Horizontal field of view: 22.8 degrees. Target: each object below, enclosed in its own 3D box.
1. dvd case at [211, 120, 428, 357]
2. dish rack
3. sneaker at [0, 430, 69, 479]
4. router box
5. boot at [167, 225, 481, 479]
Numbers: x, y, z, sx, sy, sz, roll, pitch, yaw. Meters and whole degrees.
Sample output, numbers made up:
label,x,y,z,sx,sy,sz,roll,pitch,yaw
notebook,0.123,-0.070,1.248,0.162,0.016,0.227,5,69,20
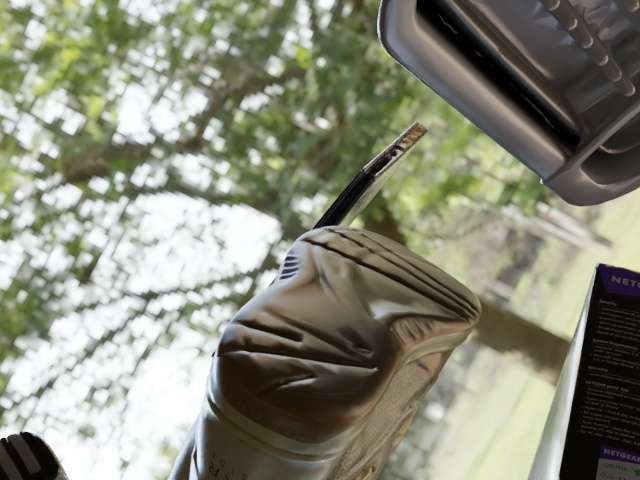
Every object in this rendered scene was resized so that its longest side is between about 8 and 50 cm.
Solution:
label,x,y,z,sx,sy,sz,roll,pitch,yaw
dvd case,0.000,0.000,1.357,0.221,0.018,0.164,-50,-3,26
dish rack,0.167,-0.154,0.675,0.285,0.072,0.333,-39,-25,13
sneaker,-0.200,0.299,1.340,0.106,0.281,0.163,-25,-42,-13
router box,0.177,0.207,1.076,0.309,0.081,0.243,97,-171,-47
boot,-0.013,0.090,0.629,0.165,0.077,0.213,-66,-11,21
